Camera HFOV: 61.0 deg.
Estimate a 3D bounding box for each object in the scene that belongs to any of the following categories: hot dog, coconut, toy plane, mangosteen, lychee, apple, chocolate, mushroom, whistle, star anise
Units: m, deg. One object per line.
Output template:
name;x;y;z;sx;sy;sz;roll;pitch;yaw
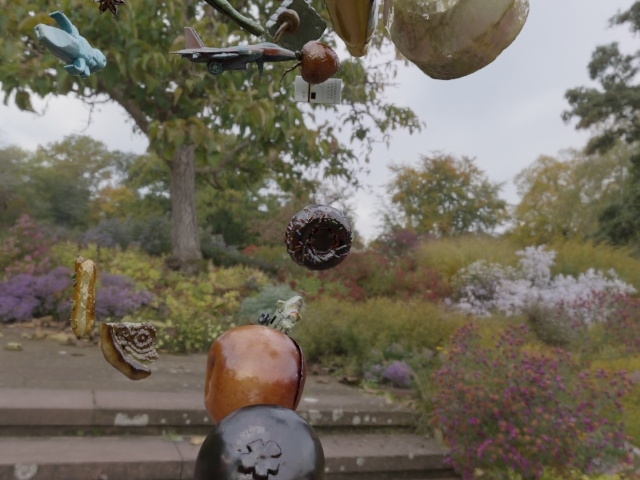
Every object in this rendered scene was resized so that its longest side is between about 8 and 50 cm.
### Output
hot dog;-0.748;0.179;1.709;0.072;0.270;0.109;1;-5;-16
coconut;0.334;-0.564;1.321;0.352;0.353;0.352;5;-8;1
toy plane;-0.219;-0.480;1.425;0.326;0.104;0.223;8;18;-7
mangosteen;-0.104;0.411;0.960;0.228;0.228;0.265;5;-32;-1
lychee;-0.020;-0.448;1.391;0.140;0.101;0.114;-19;-40;-21
apple;-0.158;0.316;1.232;0.206;0.251;0.272;21;23;-20
chocolate;0.101;-0.666;1.560;0.162;0.162;0.445;4;-6;10
mushroom;-0.128;-0.769;1.956;0.088;0.129;0.073;37;20;-7
whistle;-0.733;-0.559;1.603;0.093;0.186;0.274;-19;-6;10
toy plane;-0.139;0.267;1.468;0.092;0.286;0.108;42;-3;-23
star anise;-0.767;-0.870;1.884;0.070;0.097;0.191;53;-3;47

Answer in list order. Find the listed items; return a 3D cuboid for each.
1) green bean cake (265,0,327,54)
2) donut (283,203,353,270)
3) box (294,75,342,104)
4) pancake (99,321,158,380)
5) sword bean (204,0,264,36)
green bean cake;-0.094;-0.810;2.064;0.185;0.183;0.094;34;8;-37
donut;0.000;0.000;1.776;0.235;0.235;0.089;7;15;-16
box;-0.009;-0.501;1.816;0.154;0.084;0.040;2;14;-7
pancake;-0.689;0.398;1.962;0.056;0.212;0.257;-9;-15;40
sword bean;-0.270;-0.652;1.510;0.269;0.038;0.043;29;-21;-29
